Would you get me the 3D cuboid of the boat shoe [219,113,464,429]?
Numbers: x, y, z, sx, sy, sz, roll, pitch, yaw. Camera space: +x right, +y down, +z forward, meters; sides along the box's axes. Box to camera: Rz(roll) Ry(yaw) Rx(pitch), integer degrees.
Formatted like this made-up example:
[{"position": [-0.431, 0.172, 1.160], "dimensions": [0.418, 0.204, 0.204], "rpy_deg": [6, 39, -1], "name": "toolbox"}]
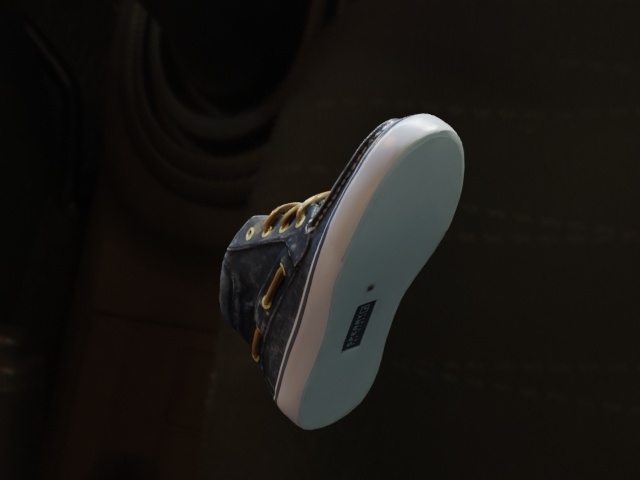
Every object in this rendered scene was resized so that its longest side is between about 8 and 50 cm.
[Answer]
[{"position": [0.000, 0.000, 0.729], "dimensions": [0.065, 0.183, 0.083], "rpy_deg": [-14, 50, -38], "name": "boat shoe"}]
